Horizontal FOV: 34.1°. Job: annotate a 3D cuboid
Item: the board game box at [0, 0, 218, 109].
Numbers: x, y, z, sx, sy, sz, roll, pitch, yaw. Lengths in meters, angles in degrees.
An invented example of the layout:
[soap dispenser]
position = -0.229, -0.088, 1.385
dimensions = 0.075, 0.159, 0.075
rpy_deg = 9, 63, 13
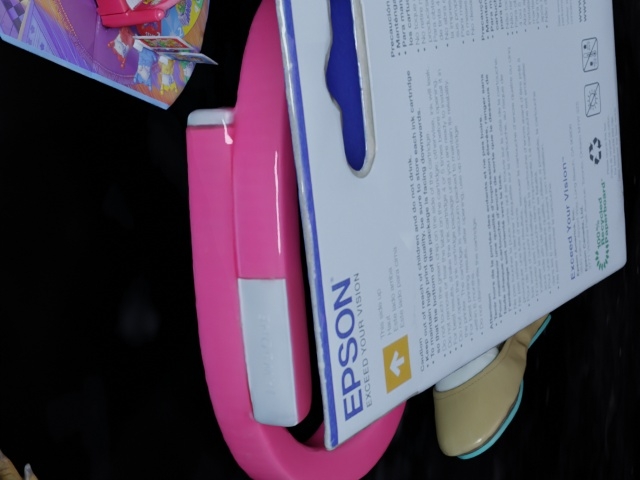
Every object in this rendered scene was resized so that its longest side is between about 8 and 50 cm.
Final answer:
[board game box]
position = -0.078, -0.134, 0.443
dimensions = 0.168, 0.033, 0.133
rpy_deg = 17, 75, -64

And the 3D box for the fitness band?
[fitness band]
position = 0.000, 0.000, 0.594
dimensions = 0.209, 0.054, 0.291
rpy_deg = -21, 111, -65

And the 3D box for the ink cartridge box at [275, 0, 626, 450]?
[ink cartridge box]
position = 0.064, -0.102, 0.557
dimensions = 0.330, 0.071, 0.324
rpy_deg = -20, 108, -48

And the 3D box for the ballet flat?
[ballet flat]
position = 0.131, 0.090, 0.861
dimensions = 0.073, 0.080, 0.232
rpy_deg = 55, 32, -8

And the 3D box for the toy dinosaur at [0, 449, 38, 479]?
[toy dinosaur]
position = -0.132, 0.126, 0.325
dimensions = 0.112, 0.064, 0.211
rpy_deg = -46, 122, -37
